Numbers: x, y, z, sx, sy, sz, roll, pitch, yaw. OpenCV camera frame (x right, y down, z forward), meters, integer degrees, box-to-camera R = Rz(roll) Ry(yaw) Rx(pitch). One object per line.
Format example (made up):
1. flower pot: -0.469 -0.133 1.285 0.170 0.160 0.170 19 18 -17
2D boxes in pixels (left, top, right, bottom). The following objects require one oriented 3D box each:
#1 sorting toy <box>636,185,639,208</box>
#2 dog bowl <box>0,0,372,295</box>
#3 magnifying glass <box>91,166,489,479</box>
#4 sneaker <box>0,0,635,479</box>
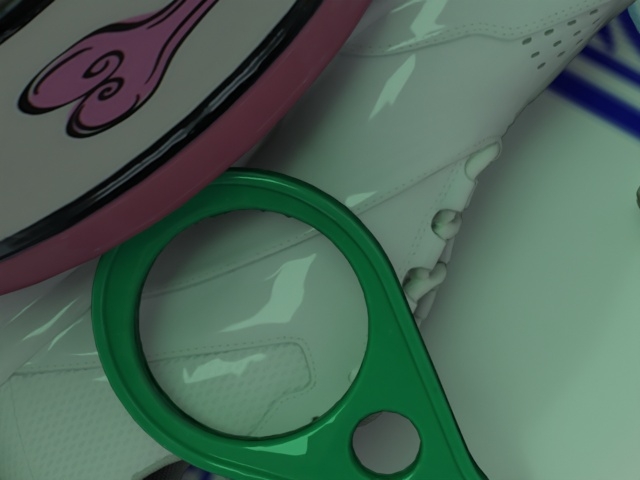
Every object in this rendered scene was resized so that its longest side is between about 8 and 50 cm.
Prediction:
1. sorting toy: 0.142 -0.011 0.488 0.083 0.075 0.045 -11 70 15
2. dog bowl: -0.138 -0.158 0.482 0.407 0.150 0.408 -10 63 20
3. magnifying glass: 0.027 0.068 0.476 0.231 0.026 0.092 42 96 0
4. sneaker: 0.000 0.000 0.531 0.297 0.111 0.129 -40 77 10
